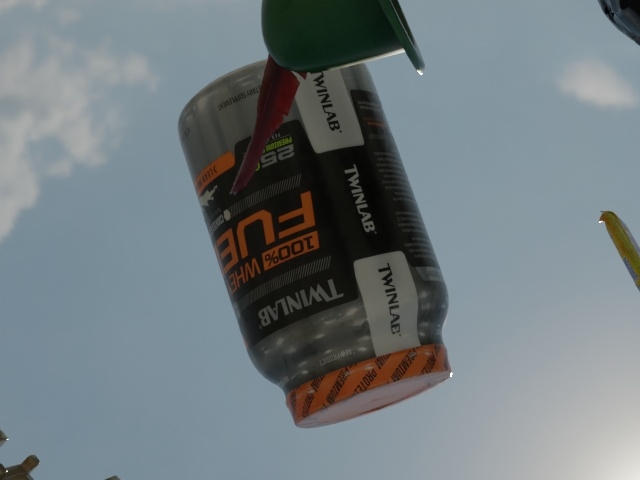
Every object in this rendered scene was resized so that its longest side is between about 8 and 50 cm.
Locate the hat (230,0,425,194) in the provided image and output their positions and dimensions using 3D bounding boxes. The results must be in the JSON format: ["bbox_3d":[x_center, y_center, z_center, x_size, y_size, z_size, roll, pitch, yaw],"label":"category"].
[{"bbox_3d":[-0.038,-0.156,1.242,0.183,0.209,0.173,-24,-176,8],"label":"hat"}]

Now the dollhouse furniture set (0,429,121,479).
[{"bbox_3d":[-0.217,0.199,1.245,0.182,0.101,0.161,48,-167,12],"label":"dollhouse furniture set"}]

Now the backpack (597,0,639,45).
[{"bbox_3d":[0.352,-0.282,1.368,0.355,0.290,0.273,-25,-167,43],"label":"backpack"}]

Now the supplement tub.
[{"bbox_3d":[0.000,0.000,1.586,0.193,0.316,0.193,-18,166,-5],"label":"supplement tub"}]

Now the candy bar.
[{"bbox_3d":[0.301,0.036,1.599,0.018,0.040,0.161,-36,-125,18],"label":"candy bar"}]
